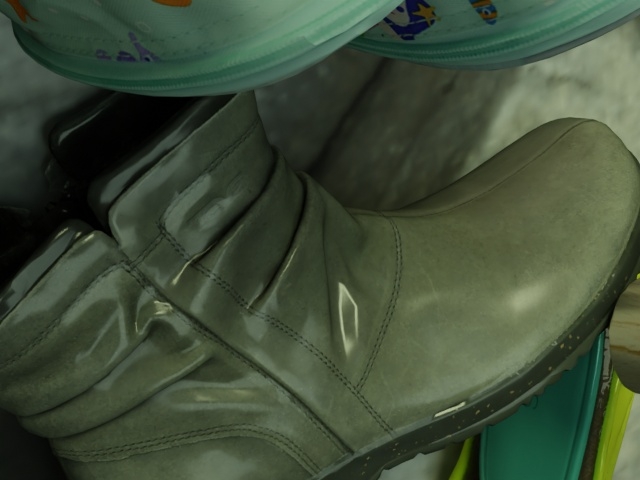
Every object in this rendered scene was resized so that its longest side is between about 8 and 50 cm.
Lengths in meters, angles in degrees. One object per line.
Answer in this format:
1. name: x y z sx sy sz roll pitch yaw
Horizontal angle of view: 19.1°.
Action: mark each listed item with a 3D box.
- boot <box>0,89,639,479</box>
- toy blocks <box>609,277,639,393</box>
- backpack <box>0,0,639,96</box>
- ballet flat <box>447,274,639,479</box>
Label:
1. boot: 0.000 0.000 0.619 0.246 0.083 0.161 -40 125 -17
2. toy blocks: 0.311 -0.030 0.671 0.309 0.260 0.288 26 73 -43
3. backpack: 0.006 -0.145 0.438 0.253 0.225 0.191 -47 121 -15
4. ballet flat: 0.083 0.109 0.746 0.077 0.077 0.231 -14 121 -61
